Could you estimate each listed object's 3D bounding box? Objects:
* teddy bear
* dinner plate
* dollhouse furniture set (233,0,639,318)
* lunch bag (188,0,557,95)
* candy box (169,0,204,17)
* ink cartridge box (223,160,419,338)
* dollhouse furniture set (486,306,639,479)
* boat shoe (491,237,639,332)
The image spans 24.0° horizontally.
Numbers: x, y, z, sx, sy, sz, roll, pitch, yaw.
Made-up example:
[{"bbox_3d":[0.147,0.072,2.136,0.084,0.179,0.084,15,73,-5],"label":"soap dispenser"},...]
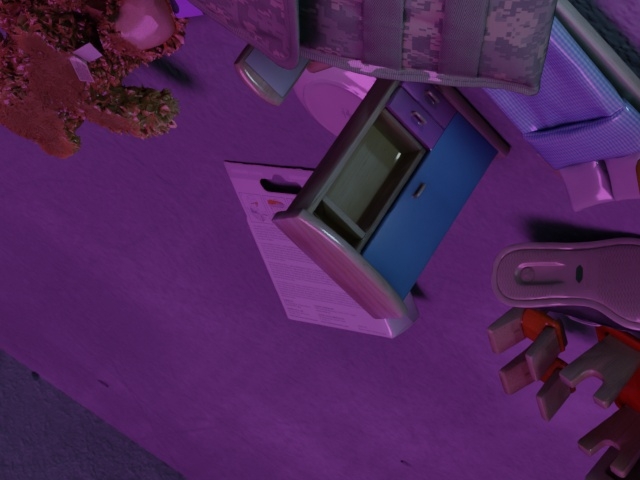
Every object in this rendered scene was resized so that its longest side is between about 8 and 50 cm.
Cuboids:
[{"bbox_3d":[-0.244,-0.213,1.555,0.245,0.113,0.338,25,149,3],"label":"teddy bear"},{"bbox_3d":[0.027,-0.126,1.456,0.141,0.017,0.141,26,156,13],"label":"dinner plate"},{"bbox_3d":[0.103,-0.090,1.197,0.286,0.198,0.303,44,155,-22],"label":"dollhouse furniture set"},{"bbox_3d":[0.021,-0.226,0.989,0.287,0.169,0.235,8,153,4],"label":"lunch bag"},{"bbox_3d":[-0.058,-0.267,1.135,0.165,0.070,0.196,-6,145,10],"label":"candy box"},{"bbox_3d":[0.000,0.000,1.720,0.181,0.056,0.225,8,127,46],"label":"ink cartridge box"},{"bbox_3d":[0.323,0.172,1.510,0.262,0.135,0.259,34,157,39],"label":"dollhouse furniture set"},{"bbox_3d":[0.277,0.042,1.404,0.233,0.084,0.079,7,173,38],"label":"boat shoe"}]
